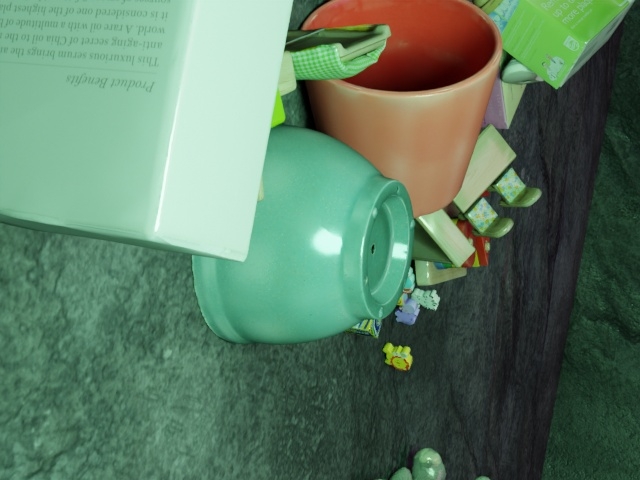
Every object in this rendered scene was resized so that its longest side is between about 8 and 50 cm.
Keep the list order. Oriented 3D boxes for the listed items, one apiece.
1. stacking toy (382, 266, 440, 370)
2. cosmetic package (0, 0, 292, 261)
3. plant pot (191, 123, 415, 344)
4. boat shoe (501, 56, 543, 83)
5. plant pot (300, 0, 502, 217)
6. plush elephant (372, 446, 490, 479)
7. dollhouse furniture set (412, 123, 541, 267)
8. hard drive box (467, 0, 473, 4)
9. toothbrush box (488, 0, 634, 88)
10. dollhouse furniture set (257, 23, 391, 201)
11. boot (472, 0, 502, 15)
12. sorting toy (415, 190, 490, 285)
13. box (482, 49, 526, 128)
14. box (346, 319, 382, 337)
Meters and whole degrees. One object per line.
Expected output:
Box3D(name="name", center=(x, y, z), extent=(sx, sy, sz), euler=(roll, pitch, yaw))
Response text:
Box3D(name="stacking toy", center=(0.151, 0.097, 1.823), extent=(0.167, 0.052, 0.221), euler=(-59, 146, -41))
Box3D(name="cosmetic package", center=(-0.152, -0.226, 0.860), extent=(0.161, 0.230, 0.453), euler=(21, 79, -66))
Box3D(name="plant pot", center=(0.000, 0.000, 1.295), extent=(0.293, 0.196, 0.293), euler=(8, 90, -66))
Box3D(name="boat shoe", center=(0.374, -0.324, 1.893), extent=(0.184, 0.066, 0.063), euler=(-10, 92, -62))
Box3D(name="plant pot", center=(0.108, -0.180, 1.427), extent=(0.243, 0.275, 0.275), euler=(87, 25, -43))
Box3D(name="plush elephant", center=(0.211, 0.508, 1.816), extent=(0.330, 0.272, 0.255), euler=(-36, 160, -27))
Box3D(name="dollhouse furniture set", center=(0.230, -0.082, 1.668), extent=(0.242, 0.161, 0.212), euler=(-46, 107, -14))
Box3D(name="hard drive box", center=(0.294, -0.505, 1.661), extent=(0.181, 0.232, 0.089), euler=(61, 22, -1))
Box3D(name="toothbrush box", center=(0.378, -0.433, 1.819), extent=(0.206, 0.283, 0.122), euler=(-41, 164, -35))
Box3D(name="dollhouse furniture set", center=(-0.065, -0.138, 1.109), extent=(0.301, 0.198, 0.151), euler=(-36, 128, -57))
Box3D(name="boot", center=(0.202, -0.505, 1.560), extent=(0.236, 0.270, 0.089), euler=(-61, -171, 8))
Box3D(name="sorting toy", center=(0.247, -0.055, 1.881), extent=(0.257, 0.089, 0.255), euler=(-7, 93, -67))
Box3D(name="box", center=(0.329, -0.376, 1.990), extent=(0.243, 0.117, 0.213), euler=(-62, 148, -36))
Box3D(name="box", center=(0.078, 0.066, 1.645), extent=(0.054, 0.059, 0.168), euler=(44, 57, -63))
